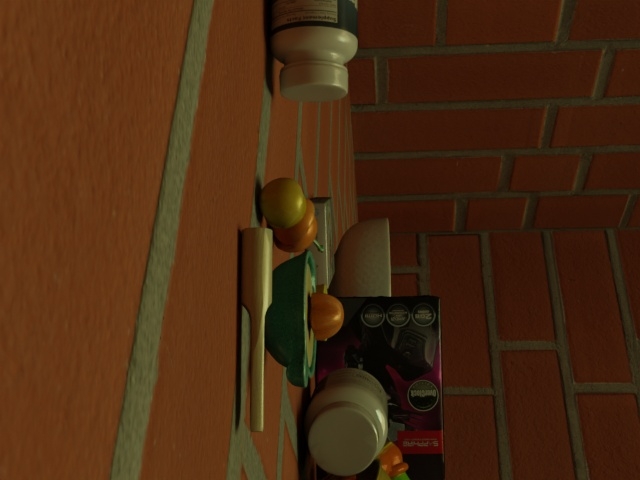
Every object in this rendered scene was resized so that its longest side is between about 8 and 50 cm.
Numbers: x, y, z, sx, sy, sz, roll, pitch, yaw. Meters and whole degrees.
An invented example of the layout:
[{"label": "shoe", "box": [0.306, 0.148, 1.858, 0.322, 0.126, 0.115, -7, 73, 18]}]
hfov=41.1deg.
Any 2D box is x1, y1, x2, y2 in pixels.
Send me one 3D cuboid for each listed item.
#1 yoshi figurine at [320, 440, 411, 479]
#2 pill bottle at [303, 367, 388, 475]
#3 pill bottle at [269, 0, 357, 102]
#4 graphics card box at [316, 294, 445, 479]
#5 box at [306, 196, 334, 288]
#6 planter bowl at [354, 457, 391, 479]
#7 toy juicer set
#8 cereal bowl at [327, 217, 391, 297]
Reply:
[{"label": "yoshi figurine", "box": [0.131, 0.531, 1.385, 0.362, 0.203, 0.203, 58, -9, 5]}, {"label": "pill bottle", "box": [0.041, 0.284, 1.338, 0.229, 0.131, 0.131, -32, 121, -85]}, {"label": "pill bottle", "box": [-0.008, -0.263, 1.024, 0.108, 0.108, 0.180, 52, 37, -82]}, {"label": "graphics card box", "box": [0.109, 0.286, 1.571, 0.094, 0.233, 0.370, 47, 43, -83]}, {"label": "box", "box": [0.000, 0.000, 1.493, 0.186, 0.038, 0.145, -45, 133, -82]}, {"label": "planter bowl", "box": [0.068, 0.441, 1.263, 0.217, 0.090, 0.217, -58, 178, -3]}, {"label": "toy juicer set", "box": [-0.021, 0.042, 0.892, 0.329, 0.090, 0.209, -65, 154, -79]}, {"label": "cereal bowl", "box": [0.089, 0.118, 1.928, 0.339, 0.141, 0.338, -1, 90, -85]}]
